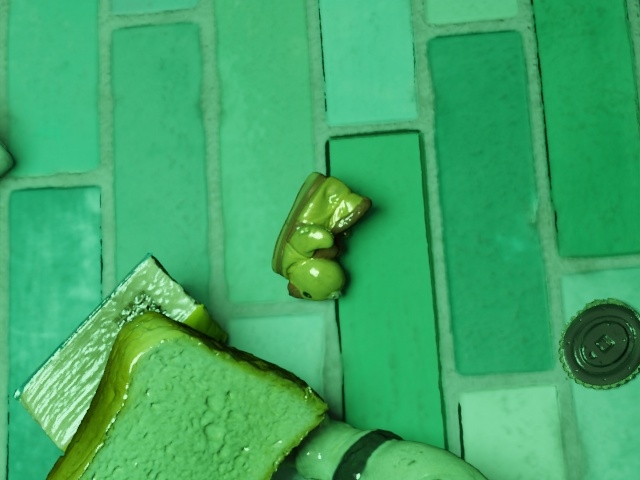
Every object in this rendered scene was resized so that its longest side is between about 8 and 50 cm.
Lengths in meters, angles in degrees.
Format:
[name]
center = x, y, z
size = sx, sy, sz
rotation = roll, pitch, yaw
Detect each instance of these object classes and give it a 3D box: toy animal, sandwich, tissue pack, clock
[toy animal]
center = 0.051, 0.213, 1.119
size = 0.225, 0.094, 0.121
rotation = 19, 77, 47
[sandwich]
center = -0.114, 0.181, 1.106
size = 0.186, 0.065, 0.215
rotation = 30, 89, -27
[tissue pack]
center = -0.165, 0.107, 1.172
size = 0.082, 0.120, 0.169
rotation = 41, 81, 16
[clock]
center = 0.247, 0.091, 1.197
size = 0.083, 0.010, 0.074
rotation = -42, 76, -6

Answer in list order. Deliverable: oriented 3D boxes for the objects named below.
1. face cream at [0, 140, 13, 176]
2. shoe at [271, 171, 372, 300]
[face cream]
center = -0.403, -0.030, 1.239
size = 0.251, 0.101, 0.101
rotation = -39, 76, -5
[shoe]
center = 0.000, -0.002, 1.211
size = 0.069, 0.072, 0.109
rotation = 19, 78, 15
